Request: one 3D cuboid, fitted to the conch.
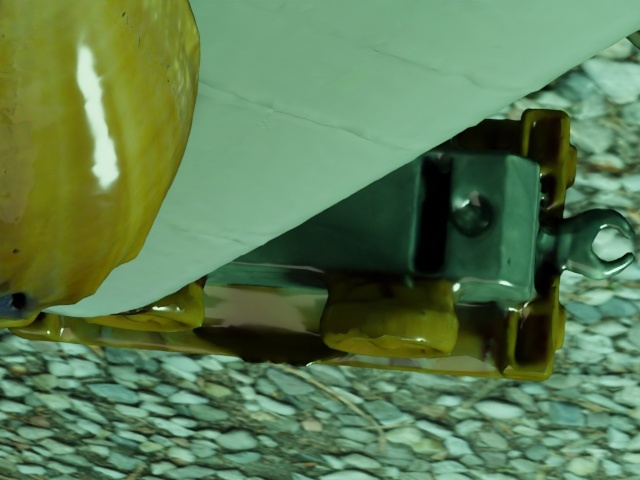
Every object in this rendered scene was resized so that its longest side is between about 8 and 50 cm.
[{"bbox_3d":[-0.088,-0.036,0.483,0.109,0.093,0.330,7,156,-15],"label":"conch"}]

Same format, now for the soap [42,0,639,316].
[{"bbox_3d":[-0.115,-0.140,0.630,0.350,0.213,0.435,21,151,-31],"label":"soap"}]

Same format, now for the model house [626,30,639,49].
[{"bbox_3d":[0.288,-0.139,0.608,0.317,0.282,0.297,32,-174,-27],"label":"model house"}]

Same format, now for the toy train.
[{"bbox_3d":[0.000,0.000,0.961,0.369,0.163,0.231,4,165,9],"label":"toy train"}]
